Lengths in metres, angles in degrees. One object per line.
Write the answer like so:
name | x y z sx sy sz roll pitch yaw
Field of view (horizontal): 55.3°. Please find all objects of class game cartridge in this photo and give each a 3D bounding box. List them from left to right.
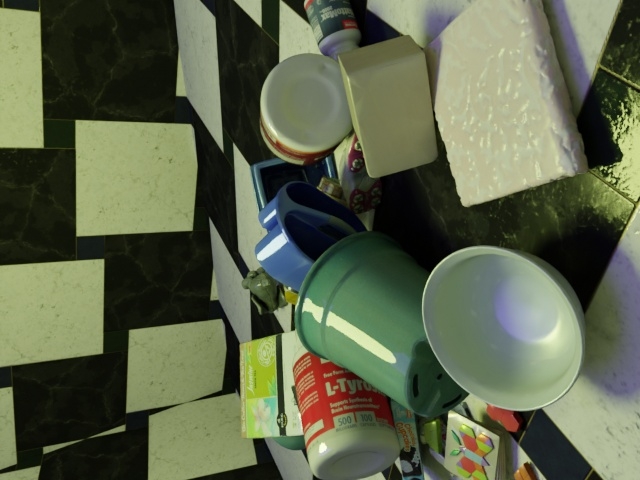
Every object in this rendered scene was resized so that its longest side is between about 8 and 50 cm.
game cartridge | 0.349 0.433 1.472 0.083 0.017 0.056 67 154 17

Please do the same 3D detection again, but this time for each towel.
towel | 0.303 -0.240 1.059 0.317 0.053 0.331 158 97 -70

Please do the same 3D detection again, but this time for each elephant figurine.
elephant figurine | -0.217 0.240 2.592 0.170 0.186 0.239 -9 112 26

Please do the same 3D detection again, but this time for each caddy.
caddy | 0.000 0.000 1.517 0.179 0.341 0.241 -34 40 35

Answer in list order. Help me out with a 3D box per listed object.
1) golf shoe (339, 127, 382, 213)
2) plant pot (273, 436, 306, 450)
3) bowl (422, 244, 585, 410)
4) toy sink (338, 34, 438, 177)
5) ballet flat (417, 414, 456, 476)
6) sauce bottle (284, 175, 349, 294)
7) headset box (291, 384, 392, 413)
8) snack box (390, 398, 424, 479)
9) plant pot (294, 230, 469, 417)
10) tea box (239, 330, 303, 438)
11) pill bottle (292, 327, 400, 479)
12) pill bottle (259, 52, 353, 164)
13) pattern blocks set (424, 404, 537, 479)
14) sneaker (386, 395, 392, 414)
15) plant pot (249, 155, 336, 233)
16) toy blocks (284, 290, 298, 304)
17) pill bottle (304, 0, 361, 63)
golf shoe | 0.094 -0.211 1.522 0.306 0.115 0.140 97 152 -43
plant pot | -0.061 0.623 2.325 0.195 0.290 0.290 -39 65 34
bowl | 0.338 0.136 1.073 0.298 0.134 0.297 18 116 41
toy sink | 0.139 -0.272 1.245 0.131 0.153 0.234 -103 -4 -53
ballet flat | 0.301 0.507 1.559 0.241 0.077 0.091 41 144 55
sauce bottle | -0.011 -0.010 1.732 0.111 0.111 0.344 45 116 51
headset box | 0.073 0.509 1.841 0.246 0.283 0.131 71 158 11
snack box | 0.235 0.528 1.655 0.187 0.060 0.321 -77 -22 -74
plant pot | 0.176 0.192 1.351 0.334 0.341 0.341 30 133 49
tea box | -0.094 0.494 2.069 0.324 0.220 0.328 -22 65 43
pill bottle | 0.050 0.392 1.603 0.229 0.229 0.407 98 163 -46
pill bottle | -0.040 -0.308 1.540 0.392 0.224 0.224 -172 67 -84
pattern blocks set | 0.348 0.479 1.377 0.285 0.026 0.324 0 104 50
sneaker | 0.157 0.428 1.691 0.066 0.071 0.188 74 -169 -46
plant pot | -0.086 -0.145 1.857 0.212 0.236 0.235 -156 53 -72
toy blocks | 0.006 0.197 1.930 0.381 0.191 0.260 -106 0 -53
pill bottle | 0.038 -0.501 1.455 0.180 0.108 0.108 71 159 6
